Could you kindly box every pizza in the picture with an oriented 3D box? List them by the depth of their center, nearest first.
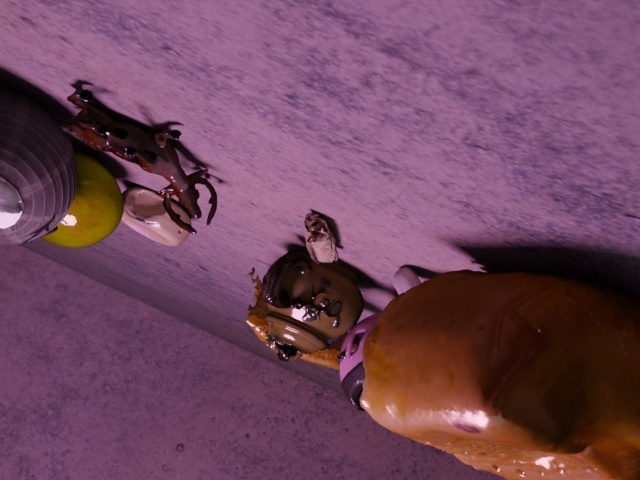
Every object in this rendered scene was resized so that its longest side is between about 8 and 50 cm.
[{"bbox_3d":[-0.050,0.144,2.336,0.280,0.075,0.287,27,-167,-25],"label":"pizza"}]

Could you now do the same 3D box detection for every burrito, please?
[{"bbox_3d":[0.000,0.000,1.892,0.045,0.041,0.185,-18,165,-2],"label":"burrito"}]

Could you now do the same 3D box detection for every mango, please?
[{"bbox_3d":[-0.447,-0.075,2.157,0.192,0.156,0.343,40,166,-24],"label":"mango"}]

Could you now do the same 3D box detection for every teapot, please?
[{"bbox_3d":[-0.030,0.114,2.097,0.173,0.182,0.269,19,167,27],"label":"teapot"}]

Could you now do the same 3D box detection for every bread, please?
[{"bbox_3d":[0.291,0.171,1.593,0.361,0.250,0.394,27,164,-24],"label":"bread"}]

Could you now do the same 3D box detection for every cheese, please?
[{"bbox_3d":[-0.290,-0.031,2.257,0.137,0.064,0.227,26,167,9],"label":"cheese"}]

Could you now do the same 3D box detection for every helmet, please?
[{"bbox_3d":[0.140,0.183,2.101,0.154,0.253,0.198,56,147,17],"label":"helmet"}]

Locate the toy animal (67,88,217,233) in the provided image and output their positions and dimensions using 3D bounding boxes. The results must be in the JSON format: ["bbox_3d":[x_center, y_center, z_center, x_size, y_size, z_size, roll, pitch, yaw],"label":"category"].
[{"bbox_3d":[-0.245,-0.123,1.786,0.243,0.087,0.260,37,170,3],"label":"toy animal"}]

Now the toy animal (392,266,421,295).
[{"bbox_3d":[0.190,0.133,1.892,0.193,0.127,0.178,30,169,-38],"label":"toy animal"}]

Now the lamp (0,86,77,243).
[{"bbox_3d":[-0.481,-0.114,1.888,0.265,0.233,0.233,31,166,-22],"label":"lamp"}]
